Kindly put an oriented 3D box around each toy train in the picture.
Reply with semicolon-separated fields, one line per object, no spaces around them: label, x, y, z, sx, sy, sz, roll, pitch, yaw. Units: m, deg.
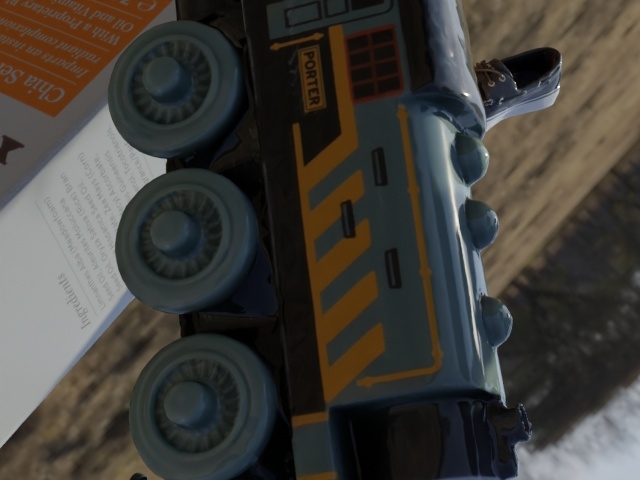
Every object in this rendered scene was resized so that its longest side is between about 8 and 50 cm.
toy train;0.000;0.000;0.758;0.190;0.334;0.142;-13;160;16

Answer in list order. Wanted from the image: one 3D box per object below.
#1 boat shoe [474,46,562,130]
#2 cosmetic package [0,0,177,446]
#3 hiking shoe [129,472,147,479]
boat shoe;0.208;-0.184;1.723;0.228;0.080;0.076;-17;134;-34
cosmetic package;-0.269;-0.001;0.960;0.453;0.230;0.161;-51;146;-25
hiking shoe;-0.208;0.377;1.437;0.132;0.113;0.304;-30;142;-35
